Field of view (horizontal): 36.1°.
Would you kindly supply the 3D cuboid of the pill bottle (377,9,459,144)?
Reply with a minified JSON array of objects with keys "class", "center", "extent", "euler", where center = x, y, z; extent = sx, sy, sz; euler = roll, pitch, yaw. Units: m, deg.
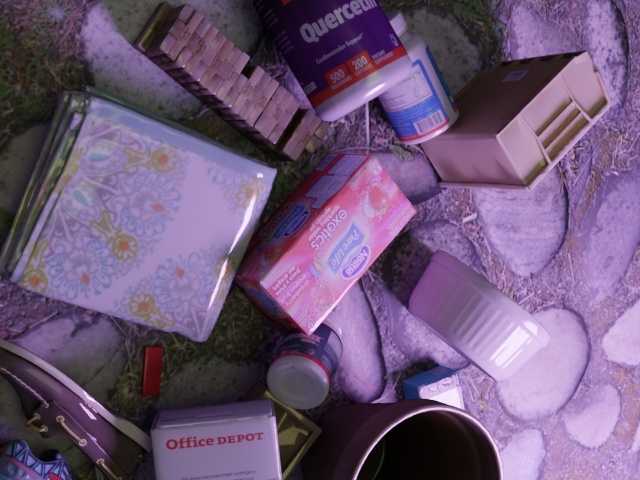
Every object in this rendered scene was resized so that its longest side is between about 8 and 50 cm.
[{"class":"pill bottle","center":[0.151,-0.295,1.764],"extent":[0.124,0.124,0.222],"euler":[-37,112,-21]}]

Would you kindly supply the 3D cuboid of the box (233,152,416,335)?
[{"class":"box","center":[0.000,0.000,1.695],"extent":[0.300,0.154,0.142],"euler":[-49,116,-17]}]

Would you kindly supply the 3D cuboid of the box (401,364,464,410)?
[{"class":"box","center":[0.233,0.378,1.924],"extent":[0.100,0.060,0.244],"euler":[-17,104,-27]}]

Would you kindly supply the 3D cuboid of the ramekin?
[{"class":"ramekin","center":[0.283,0.147,1.819],"extent":[0.273,0.273,0.127],"euler":[39,88,-27]}]

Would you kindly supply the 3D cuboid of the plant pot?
[{"class":"plant pot","center":[0.109,0.413,1.731],"extent":[0.323,0.280,0.323],"euler":[-4,98,-30]}]

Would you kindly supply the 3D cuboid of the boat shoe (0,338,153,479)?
[{"class":"boat shoe","center":[-0.398,0.269,1.524],"extent":[0.324,0.116,0.097],"euler":[46,71,-32]}]

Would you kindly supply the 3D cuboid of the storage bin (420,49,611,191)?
[{"class":"storage bin","center":[0.350,-0.223,1.807],"extent":[0.260,0.262,0.123],"euler":[-44,112,-18]}]

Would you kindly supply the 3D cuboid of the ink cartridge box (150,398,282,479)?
[{"class":"ink cartridge box","center":[-0.158,0.406,1.588],"extent":[0.196,0.114,0.273],"euler":[-5,97,-4]}]

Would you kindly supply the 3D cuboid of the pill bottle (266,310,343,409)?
[{"class":"pill bottle","center":[-0.019,0.195,1.693],"extent":[0.108,0.108,0.180],"euler":[61,26,-21]}]

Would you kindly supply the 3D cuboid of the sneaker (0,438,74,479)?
[{"class":"sneaker","center":[-0.407,0.389,1.533],"extent":[0.262,0.104,0.125],"euler":[48,33,-45]}]

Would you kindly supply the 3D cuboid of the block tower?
[{"class":"block tower","center":[-0.143,-0.253,1.618],"extent":[0.335,0.097,0.091],"euler":[37,77,-27]}]

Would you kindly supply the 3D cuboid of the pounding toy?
[{"class":"pounding toy","center":[-0.097,0.381,1.709],"extent":[0.181,0.094,0.206],"euler":[39,84,-15]}]

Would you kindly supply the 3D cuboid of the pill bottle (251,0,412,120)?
[{"class":"pill bottle","center":[0.003,-0.371,1.615],"extent":[0.181,0.181,0.323],"euler":[-33,96,-22]}]

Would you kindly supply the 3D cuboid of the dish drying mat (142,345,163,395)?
[{"class":"dish drying mat","center":[-0.282,0.218,1.643],"extent":[0.032,0.008,0.083],"euler":[3,94,-31]}]

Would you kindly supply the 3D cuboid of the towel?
[{"class":"towel","center":[-0.282,-0.036,1.548],"extent":[0.374,0.090,0.321],"euler":[21,97,-30]}]
